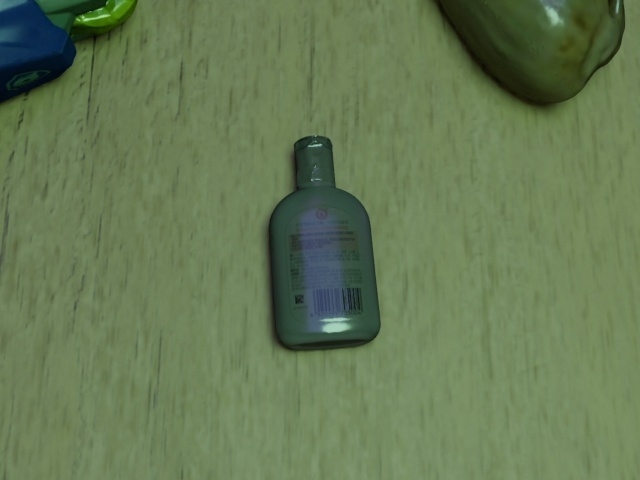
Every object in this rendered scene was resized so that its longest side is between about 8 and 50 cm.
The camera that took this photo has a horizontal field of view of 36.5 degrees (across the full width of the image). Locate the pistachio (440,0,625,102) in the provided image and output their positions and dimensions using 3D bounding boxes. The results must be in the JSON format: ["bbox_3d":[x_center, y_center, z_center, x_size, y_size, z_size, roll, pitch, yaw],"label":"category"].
[{"bbox_3d":[0.163,-0.209,0.795,0.129,0.131,0.206,-4,56,-52],"label":"pistachio"}]

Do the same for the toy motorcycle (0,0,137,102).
[{"bbox_3d":[-0.314,-0.194,0.740,0.326,0.191,0.200,18,74,-11],"label":"toy motorcycle"}]

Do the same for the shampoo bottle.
[{"bbox_3d":[0.000,0.000,0.749,0.080,0.040,0.165,-4,70,-3],"label":"shampoo bottle"}]
